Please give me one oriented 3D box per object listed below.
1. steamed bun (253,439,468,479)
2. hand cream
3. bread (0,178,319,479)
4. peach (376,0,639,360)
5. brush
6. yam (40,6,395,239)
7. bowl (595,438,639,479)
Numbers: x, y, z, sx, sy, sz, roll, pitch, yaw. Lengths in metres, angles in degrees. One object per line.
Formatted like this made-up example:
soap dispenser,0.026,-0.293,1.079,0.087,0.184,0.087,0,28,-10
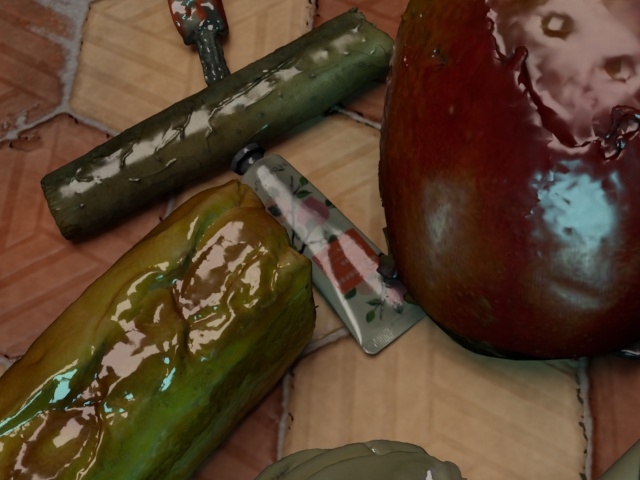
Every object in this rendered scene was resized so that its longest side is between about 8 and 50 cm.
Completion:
steamed bun,0.024,0.269,0.776,0.268,0.207,0.280,-31,59,-9
hand cream,0.000,0.000,1.032,0.080,0.050,0.234,-36,67,-17
bread,-0.150,0.110,0.905,0.149,0.195,0.344,36,68,19
peach,0.207,-0.104,0.932,0.339,0.353,0.416,18,100,27
brush,-0.141,-0.284,1.200,0.051,0.070,0.323,-17,60,3
yam,-0.095,-0.114,1.092,0.372,0.083,0.083,-31,61,-8
bowl,0.254,0.245,0.771,0.126,0.238,0.237,-38,49,38
